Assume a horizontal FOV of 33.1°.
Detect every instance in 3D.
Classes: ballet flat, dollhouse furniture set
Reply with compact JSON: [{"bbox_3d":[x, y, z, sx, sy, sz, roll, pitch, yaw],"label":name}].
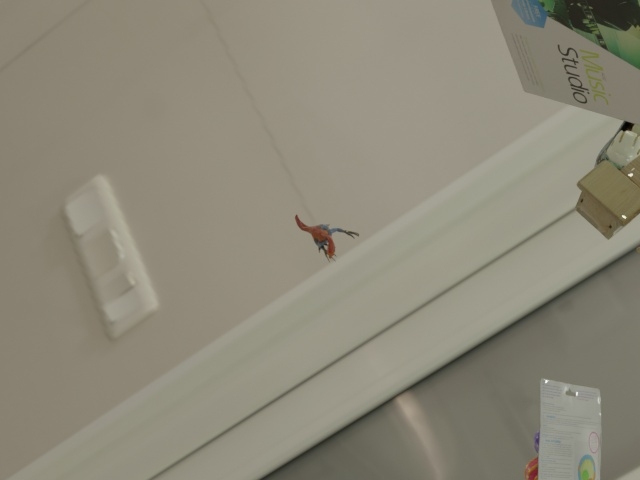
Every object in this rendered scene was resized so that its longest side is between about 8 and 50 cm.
[{"bbox_3d":[0.436,-0.142,1.510,0.070,0.070,0.188,51,54,-20],"label":"ballet flat"},{"bbox_3d":[0.345,-0.054,0.936,0.161,0.182,0.101,46,-18,20],"label":"dollhouse furniture set"}]

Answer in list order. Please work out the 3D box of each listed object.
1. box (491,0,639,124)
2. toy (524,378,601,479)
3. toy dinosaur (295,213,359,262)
[{"bbox_3d":[0.358,-0.245,1.327,0.322,0.058,0.232,25,-24,43],"label":"box"},{"bbox_3d":[0.295,0.300,1.351,0.137,0.056,0.237,15,70,-44],"label":"toy"},{"bbox_3d":[0.000,0.000,1.363,0.090,0.047,0.082,18,1,5],"label":"toy dinosaur"}]
